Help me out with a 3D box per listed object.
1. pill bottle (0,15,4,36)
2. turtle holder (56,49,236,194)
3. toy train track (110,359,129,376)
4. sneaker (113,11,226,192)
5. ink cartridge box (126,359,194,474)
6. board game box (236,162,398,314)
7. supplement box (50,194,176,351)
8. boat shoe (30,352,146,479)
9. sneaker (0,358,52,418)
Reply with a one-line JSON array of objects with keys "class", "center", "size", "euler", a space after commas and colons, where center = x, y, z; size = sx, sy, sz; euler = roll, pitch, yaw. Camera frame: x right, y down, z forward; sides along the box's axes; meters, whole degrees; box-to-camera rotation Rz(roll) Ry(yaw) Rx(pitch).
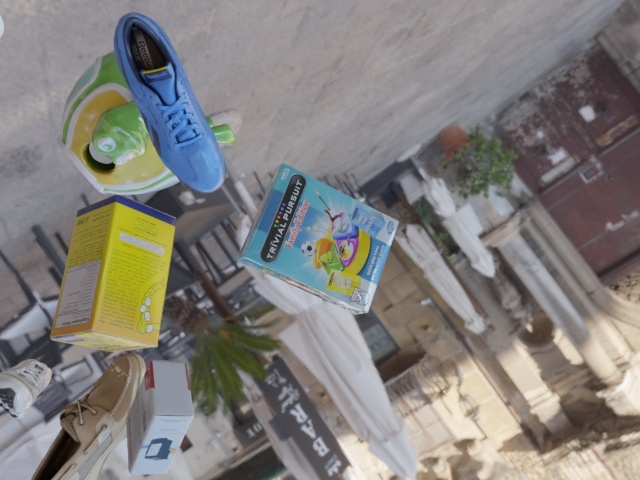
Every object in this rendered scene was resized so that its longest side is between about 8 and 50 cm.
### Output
[{"class": "pill bottle", "center": [-0.854, -0.519, 1.472], "size": [0.208, 0.117, 0.118], "euler": [12, -148, 41]}, {"class": "turtle holder", "center": [-0.283, -0.172, 0.969], "size": [0.227, 0.320, 0.243], "euler": [-38, 136, -8]}, {"class": "toy train track", "center": [-0.390, 0.255, 1.173], "size": [0.014, 0.048, 0.083], "euler": [-48, 177, -20]}, {"class": "sneaker", "center": [-0.166, -0.145, 0.666], "size": [0.069, 0.209, 0.082], "euler": [-26, -166, -8]}, {"class": "ink cartridge box", "center": [-0.300, 0.328, 1.121], "size": [0.072, 0.127, 0.175], "euler": [10, 124, -27]}, {"class": "board game box", "center": [0.000, 0.000, 1.489], "size": [0.079, 0.336, 0.253], "euler": [-25, -137, 66]}, {"class": "supplement box", "center": [-0.530, 0.092, 1.572], "size": [0.194, 0.356, 0.195], "euler": [-13, 153, 37]}, {"class": "boat shoe", "center": [-0.482, 0.388, 1.264], "size": [0.122, 0.110, 0.341], "euler": [13, -108, 41]}, {"class": "sneaker", "center": [-0.623, 0.296, 1.260], "size": [0.118, 0.110, 0.292], "euler": [-47, -171, -27]}]
